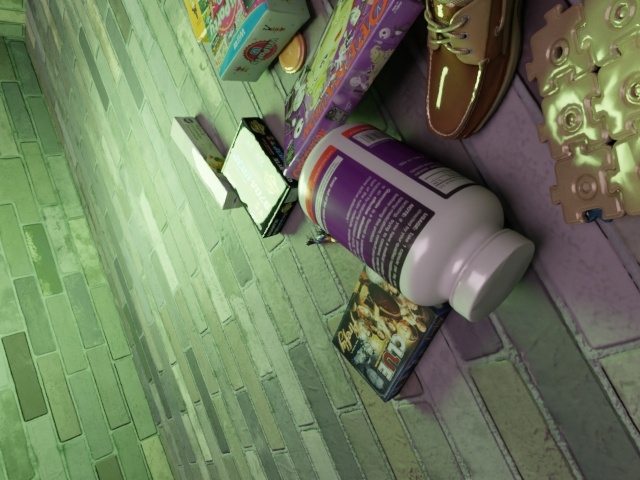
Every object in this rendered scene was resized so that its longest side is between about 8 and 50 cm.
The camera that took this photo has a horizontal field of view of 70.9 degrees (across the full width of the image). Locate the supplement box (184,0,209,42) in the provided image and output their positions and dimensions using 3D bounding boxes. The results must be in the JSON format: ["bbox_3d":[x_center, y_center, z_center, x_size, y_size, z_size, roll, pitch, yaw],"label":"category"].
[{"bbox_3d":[-0.269,-0.579,1.034,0.078,0.080,0.233,-21,83,52],"label":"supplement box"}]

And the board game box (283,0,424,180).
[{"bbox_3d":[0.028,-0.280,0.721,0.347,0.056,0.208,-50,38,45],"label":"board game box"}]

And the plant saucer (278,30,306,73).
[{"bbox_3d":[-0.059,-0.377,0.894,0.083,0.013,0.083,19,115,47],"label":"plant saucer"}]

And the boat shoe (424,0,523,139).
[{"bbox_3d":[0.177,-0.285,0.548,0.122,0.120,0.324,35,131,40],"label":"boat shoe"}]

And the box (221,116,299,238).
[{"bbox_3d":[-0.137,-0.144,1.029,0.220,0.051,0.175,56,137,21],"label":"box"}]

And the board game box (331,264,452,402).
[{"bbox_3d":[0.118,0.158,0.825,0.165,0.042,0.243,44,132,33],"label":"board game box"}]

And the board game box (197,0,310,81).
[{"bbox_3d":[-0.155,-0.512,0.893,0.224,0.097,0.303,-26,79,52],"label":"board game box"}]

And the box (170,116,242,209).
[{"bbox_3d":[-0.302,-0.212,1.196,0.324,0.063,0.067,51,134,27],"label":"box"}]

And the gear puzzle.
[{"bbox_3d":[0.306,-0.190,0.483,0.175,0.044,0.339,159,102,-73],"label":"gear puzzle"}]

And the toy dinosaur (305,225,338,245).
[{"bbox_3d":[0.000,0.000,0.923,0.090,0.047,0.082,48,153,15],"label":"toy dinosaur"}]

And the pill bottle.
[{"bbox_3d":[0.125,-0.031,0.648,0.323,0.181,0.181,41,130,35],"label":"pill bottle"}]
